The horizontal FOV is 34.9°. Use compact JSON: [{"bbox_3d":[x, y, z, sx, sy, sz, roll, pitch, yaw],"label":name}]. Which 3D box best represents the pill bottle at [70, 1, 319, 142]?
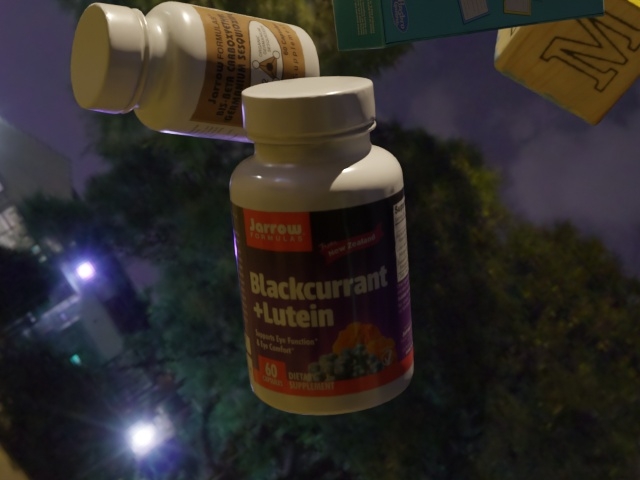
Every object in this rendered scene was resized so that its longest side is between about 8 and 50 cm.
[{"bbox_3d":[-0.127,-0.172,1.035,0.131,0.229,0.131,-7,-99,56],"label":"pill bottle"}]

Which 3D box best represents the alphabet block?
[{"bbox_3d":[0.397,-0.332,1.532,0.193,0.192,0.197,26,-48,-10],"label":"alphabet block"}]

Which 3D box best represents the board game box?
[{"bbox_3d":[0.155,-0.345,1.069,0.079,0.336,0.254,9,-71,53],"label":"board game box"}]

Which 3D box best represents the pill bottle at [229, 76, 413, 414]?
[{"bbox_3d":[0.000,0.000,0.633,0.108,0.108,0.194,24,-58,59],"label":"pill bottle"}]
